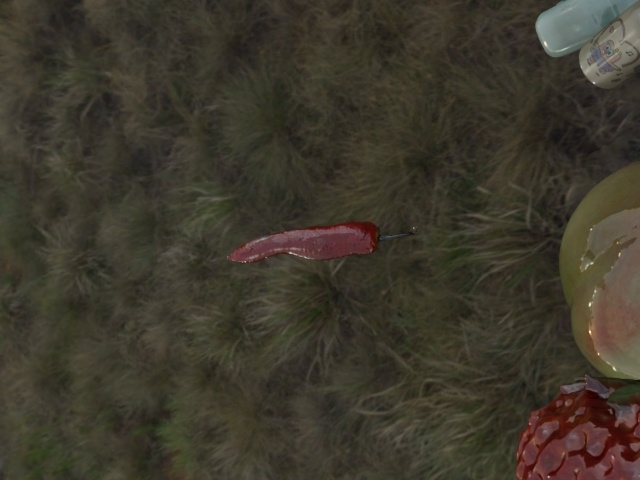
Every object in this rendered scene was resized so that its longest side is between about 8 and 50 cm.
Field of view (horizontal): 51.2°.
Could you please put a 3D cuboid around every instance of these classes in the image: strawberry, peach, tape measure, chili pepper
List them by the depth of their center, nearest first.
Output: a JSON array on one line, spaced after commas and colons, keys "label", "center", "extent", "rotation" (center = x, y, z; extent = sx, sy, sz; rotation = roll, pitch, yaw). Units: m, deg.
[{"label": "strawberry", "center": [0.226, 0.223, 0.472], "extent": [0.205, 0.205, 0.244], "rotation": [14, 84, 37]}, {"label": "peach", "center": [0.417, 0.031, 0.776], "extent": [0.247, 0.292, 0.292], "rotation": [26, 124, 0]}, {"label": "chili pepper", "center": [0.000, 0.000, 0.909], "extent": [0.268, 0.059, 0.050], "rotation": [-5, 128, 5]}, {"label": "tape measure", "center": [0.589, -0.490, 1.386], "extent": [0.243, 0.246, 0.125], "rotation": [-19, 100, 50]}]

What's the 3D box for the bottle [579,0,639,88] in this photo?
[{"label": "bottle", "center": [0.549, -0.347, 1.132], "extent": [0.209, 0.110, 0.097], "rotation": [138, 143, -64]}]
